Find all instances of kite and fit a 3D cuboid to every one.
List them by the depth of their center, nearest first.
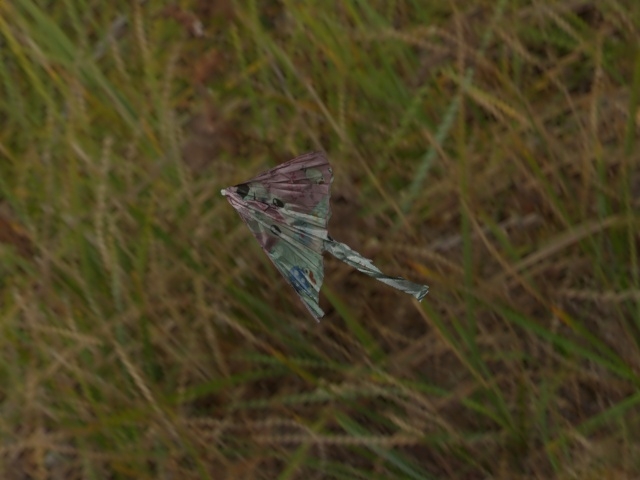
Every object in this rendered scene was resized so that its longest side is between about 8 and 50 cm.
[{"bbox_3d":[0.000,0.000,1.193,0.157,0.139,0.011,28,49,23],"label":"kite"}]
